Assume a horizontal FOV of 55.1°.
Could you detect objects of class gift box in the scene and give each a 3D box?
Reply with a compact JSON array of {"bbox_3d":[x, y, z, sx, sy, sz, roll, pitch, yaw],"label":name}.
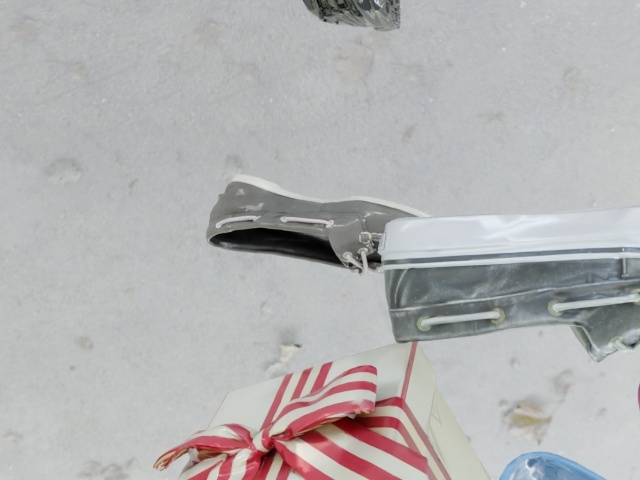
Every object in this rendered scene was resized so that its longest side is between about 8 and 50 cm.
[{"bbox_3d":[0.014,0.254,0.512,0.255,0.276,0.258,-24,108,22],"label":"gift box"}]

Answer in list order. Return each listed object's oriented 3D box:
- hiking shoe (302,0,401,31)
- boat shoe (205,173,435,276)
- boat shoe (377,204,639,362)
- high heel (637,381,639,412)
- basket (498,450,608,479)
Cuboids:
[{"bbox_3d":[0.032,-0.273,0.694,0.114,0.227,0.086,-4,103,9],"label":"hiking shoe"},{"bbox_3d":[0.000,0.000,0.751,0.335,0.095,0.112,14,155,32],"label":"boat shoe"},{"bbox_3d":[0.215,0.036,0.488,0.335,0.121,0.119,-3,87,17],"label":"boat shoe"},{"bbox_3d":[0.632,0.425,1.074,0.127,0.377,0.181,-16,163,-8],"label":"high heel"},{"bbox_3d":[0.164,0.229,0.201,0.289,0.255,0.201,28,132,19],"label":"basket"}]
